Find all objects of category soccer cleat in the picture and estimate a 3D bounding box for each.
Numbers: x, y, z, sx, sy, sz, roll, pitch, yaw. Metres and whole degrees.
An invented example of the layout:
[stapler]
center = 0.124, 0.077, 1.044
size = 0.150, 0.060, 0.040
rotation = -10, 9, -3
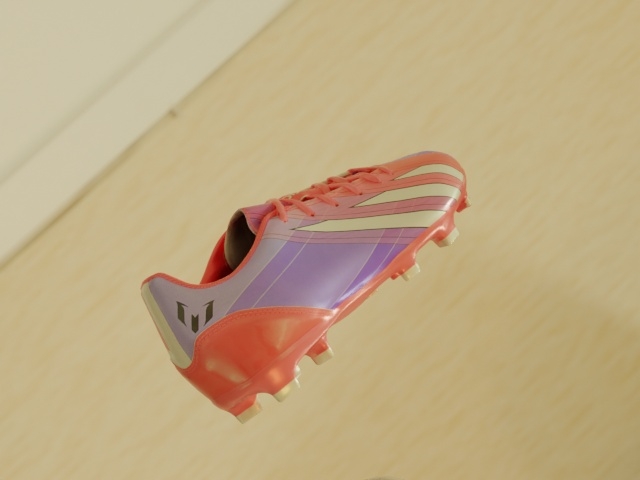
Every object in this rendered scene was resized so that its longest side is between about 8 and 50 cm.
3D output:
[soccer cleat]
center = 0.000, 0.000, 0.941
size = 0.095, 0.248, 0.083
rotation = 52, -43, -6

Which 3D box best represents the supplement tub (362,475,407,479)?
[supplement tub]
center = -0.053, 0.261, 0.608
size = 0.241, 0.331, 0.241
rotation = 58, 6, -10
